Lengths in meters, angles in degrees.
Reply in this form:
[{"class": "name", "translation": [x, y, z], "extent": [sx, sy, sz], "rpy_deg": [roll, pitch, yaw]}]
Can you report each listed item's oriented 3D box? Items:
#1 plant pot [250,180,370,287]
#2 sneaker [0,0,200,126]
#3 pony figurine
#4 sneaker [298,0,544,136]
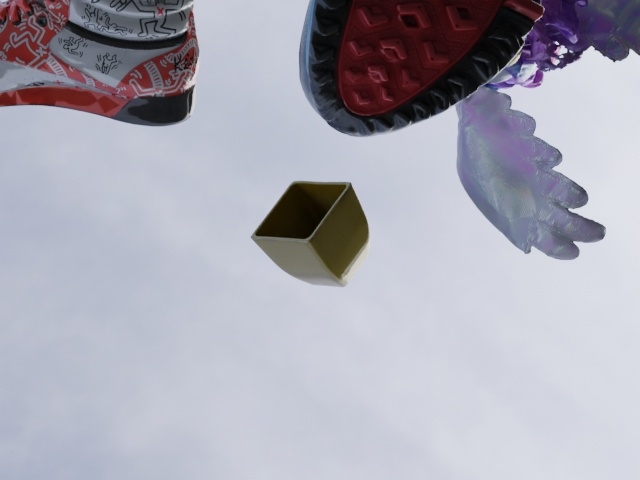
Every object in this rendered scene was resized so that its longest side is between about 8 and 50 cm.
[{"class": "plant pot", "translation": [0.000, 0.000, 1.580], "extent": [0.081, 0.081, 0.083], "rpy_deg": [-54, -52, -29]}, {"class": "sneaker", "translation": [-0.229, -0.181, 1.325], "extent": [0.270, 0.145, 0.090], "rpy_deg": [7, -150, 4]}, {"class": "pony figurine", "translation": [0.164, -0.197, 1.607], "extent": [0.363, 0.351, 0.303], "rpy_deg": [26, -77, -48]}, {"class": "sneaker", "translation": [0.059, -0.158, 0.815], "extent": [0.104, 0.125, 0.262], "rpy_deg": [28, -107, -11]}]
